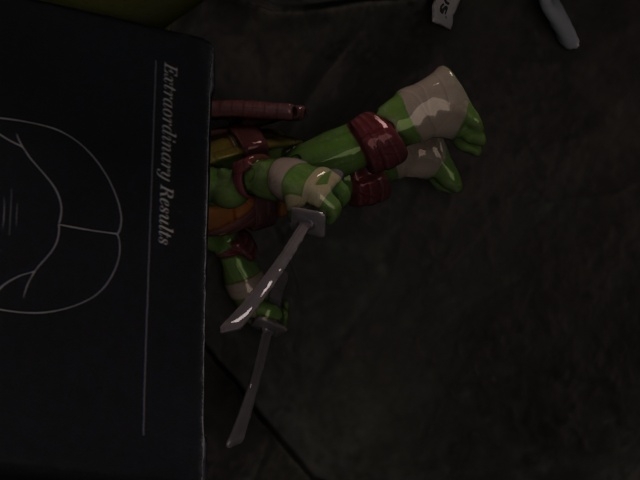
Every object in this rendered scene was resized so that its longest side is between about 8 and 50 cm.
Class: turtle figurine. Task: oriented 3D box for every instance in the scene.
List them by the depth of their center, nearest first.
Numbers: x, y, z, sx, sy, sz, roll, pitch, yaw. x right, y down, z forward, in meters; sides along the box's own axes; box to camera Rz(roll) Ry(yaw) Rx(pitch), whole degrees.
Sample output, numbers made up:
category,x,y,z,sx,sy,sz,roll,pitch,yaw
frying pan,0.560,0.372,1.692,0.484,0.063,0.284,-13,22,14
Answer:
category,x,y,z,sx,sy,sz,roll,pitch,yaw
turtle figurine,0.000,0.000,1.166,0.266,0.274,0.197,-25,133,-15

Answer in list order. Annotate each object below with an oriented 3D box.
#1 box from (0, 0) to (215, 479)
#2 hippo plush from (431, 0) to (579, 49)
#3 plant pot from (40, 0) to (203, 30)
category,x,y,z,sx,sy,sz,roll,pitch,yaw
box,-0.282,0.009,0.953,0.395,0.212,0.293,11,66,-25
hippo plush,0.142,-0.306,1.154,0.234,0.236,0.294,7,92,-14
plant pot,-0.141,-0.237,1.038,0.276,0.254,0.276,4,83,-36
